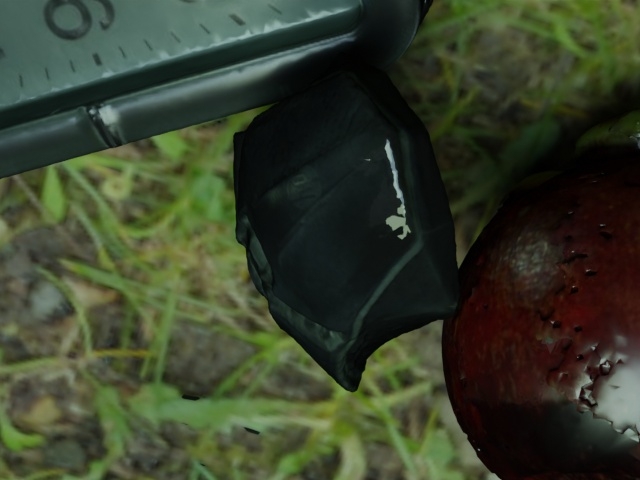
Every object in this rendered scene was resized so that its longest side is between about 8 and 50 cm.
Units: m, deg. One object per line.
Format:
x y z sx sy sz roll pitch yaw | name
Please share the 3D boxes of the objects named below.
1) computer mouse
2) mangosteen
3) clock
0.000 0.000 0.628 0.062 0.106 0.192 -21 165 -16 | computer mouse
0.132 0.025 0.634 0.166 0.180 0.166 10 150 6 | mangosteen
-0.121 -0.159 0.611 0.279 0.049 0.273 -13 119 14 | clock
